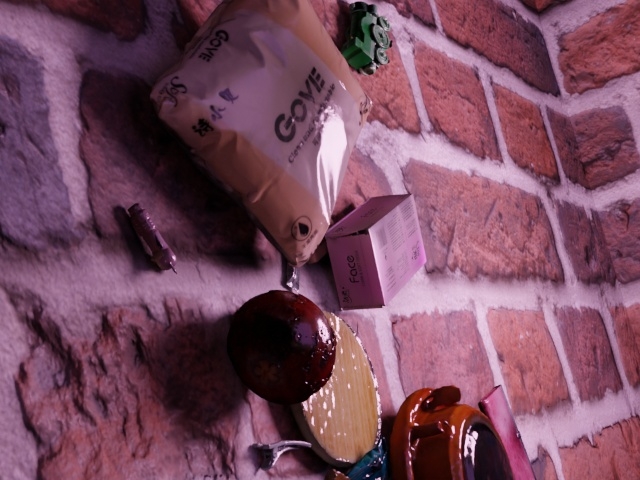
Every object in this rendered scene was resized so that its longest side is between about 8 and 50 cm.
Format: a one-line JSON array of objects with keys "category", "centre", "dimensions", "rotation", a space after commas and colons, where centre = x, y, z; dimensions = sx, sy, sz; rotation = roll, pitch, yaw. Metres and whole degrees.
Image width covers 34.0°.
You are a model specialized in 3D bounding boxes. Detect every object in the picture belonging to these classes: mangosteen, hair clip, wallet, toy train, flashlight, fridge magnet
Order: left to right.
[{"category": "flashlight", "centre": [-0.230, 0.001, 1.428], "dimensions": [0.110, 0.031, 0.052], "rotation": [59, -9, -10]}, {"category": "hair clip", "centre": [-0.056, 0.312, 1.539], "dimensions": [0.115, 0.030, 0.039], "rotation": [6, 87, -57]}, {"category": "mangosteen", "centre": [-0.053, 0.148, 1.524], "dimensions": [0.166, 0.166, 0.180], "rotation": [65, 15, -9]}, {"category": "toy train", "centre": [0.095, -0.432, 2.227], "dimensions": [0.104, 0.071, 0.178], "rotation": [34, 45, -32]}, {"category": "fridge magnet", "centre": [0.235, 0.433, 1.830], "dimensions": [0.363, 0.155, 0.364], "rotation": [42, 39, -46]}, {"category": "wallet", "centre": [0.408, 0.438, 2.268], "dimensions": [0.119, 0.025, 0.232], "rotation": [-19, 89, -61]}]

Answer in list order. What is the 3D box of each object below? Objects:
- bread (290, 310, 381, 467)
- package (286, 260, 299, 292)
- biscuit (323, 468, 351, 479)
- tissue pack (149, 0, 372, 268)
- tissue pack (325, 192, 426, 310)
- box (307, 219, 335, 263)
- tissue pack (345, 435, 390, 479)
[{"category": "bread", "centre": [0.019, 0.241, 1.697], "dimensions": [0.267, 0.040, 0.267], "rotation": [38, 43, -46]}, {"category": "package", "centre": [-0.045, 0.033, 1.741], "dimensions": [0.037, 0.015, 0.110], "rotation": [36, 42, -45]}, {"category": "biscuit", "centre": [0.053, 0.454, 1.603], "dimensions": [0.237, 0.026, 0.131], "rotation": [49, 53, -43]}, {"category": "tissue pack", "centre": [-0.085, -0.203, 1.658], "dimensions": [0.390, 0.195, 0.376], "rotation": [49, 48, -34]}, {"category": "tissue pack", "centre": [0.105, 0.018, 1.911], "dimensions": [0.246, 0.092, 0.149], "rotation": [-38, 118, -61]}, {"category": "box", "centre": [0.000, 0.000, 1.832], "dimensions": [0.048, 0.025, 0.115], "rotation": [64, 29, -9]}, {"category": "tissue pack", "centre": [0.072, 0.379, 1.660], "dimensions": [0.138, 0.027, 0.085], "rotation": [-35, 126, -41]}]
